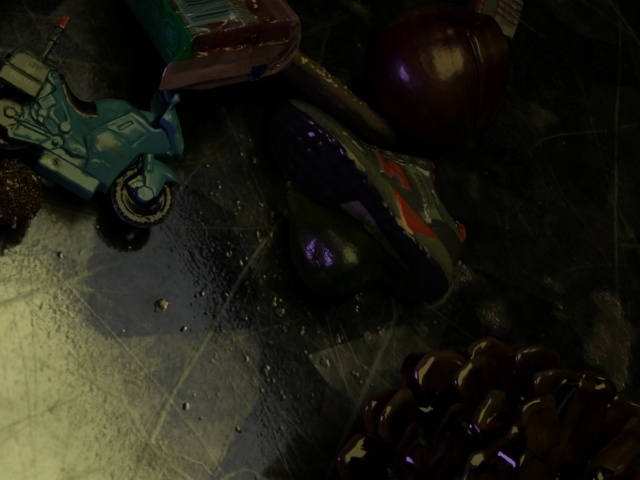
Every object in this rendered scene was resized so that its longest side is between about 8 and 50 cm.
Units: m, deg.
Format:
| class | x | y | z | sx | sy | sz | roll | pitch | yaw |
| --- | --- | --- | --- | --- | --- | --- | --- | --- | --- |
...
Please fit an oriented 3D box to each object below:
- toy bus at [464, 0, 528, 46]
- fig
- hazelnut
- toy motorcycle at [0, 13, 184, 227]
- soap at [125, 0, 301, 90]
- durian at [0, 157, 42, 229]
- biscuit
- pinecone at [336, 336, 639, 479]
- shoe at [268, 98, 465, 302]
| class | x | y | z | sx | sy | sz | roll | pitch | yaw |
| --- | --- | --- | --- | --- | --- | --- | --- | --- | --- |
| toy bus | 0.320 | -0.473 | 1.719 | 0.092 | 0.093 | 0.409 | 24 | 58 | -8 |
| fig | 0.000 | 0.000 | 1.331 | 0.177 | 0.117 | 0.117 | 44 | 54 | 16 |
| hazelnut | 0.166 | -0.227 | 1.445 | 0.229 | 0.229 | 0.230 | 11 | 63 | -23 |
| toy motorcycle | -0.278 | -0.145 | 1.238 | 0.272 | 0.123 | 0.182 | 30 | 67 | -13 |
| soap | -0.159 | -0.314 | 1.307 | 0.217 | 0.098 | 0.273 | -15 | 53 | -30 |
| durian | -0.362 | -0.052 | 1.175 | 0.080 | 0.080 | 0.091 | 2 | 61 | -27 |
| biscuit | -0.001 | -0.217 | 1.410 | 0.289 | 0.141 | 0.038 | 37 | 90 | -9 |
| pinecone | 0.232 | 0.308 | 1.171 | 0.397 | 0.397 | 0.398 | 11 | 63 | -23 |
| shoe | 0.086 | -0.085 | 1.402 | 0.336 | 0.132 | 0.171 | 48 | 50 | -3 |
